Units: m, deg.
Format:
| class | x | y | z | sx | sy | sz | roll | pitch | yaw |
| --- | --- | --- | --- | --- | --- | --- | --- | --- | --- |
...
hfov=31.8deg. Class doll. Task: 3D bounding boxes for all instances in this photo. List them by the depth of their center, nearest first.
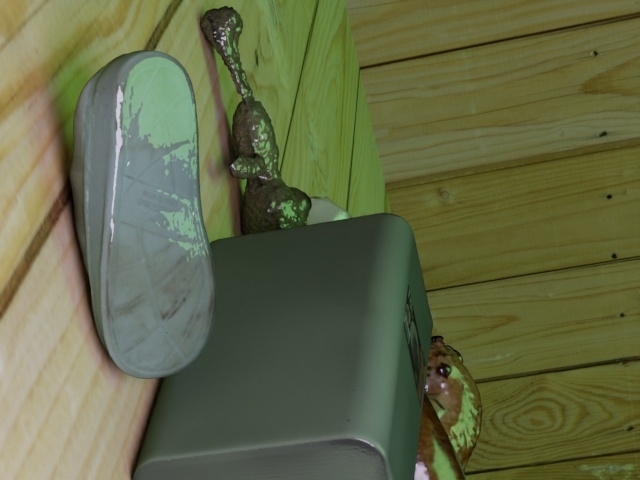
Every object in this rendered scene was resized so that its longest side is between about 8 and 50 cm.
| class | x | y | z | sx | sy | sz | roll | pitch | yaw |
| --- | --- | --- | --- | --- | --- | --- | --- | --- | --- |
| doll | -0.079 | -0.126 | 1.363 | 0.203 | 0.091 | 0.286 | 88 | -15 | -68 |

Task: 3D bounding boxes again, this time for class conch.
| class | x | y | z | sx | sy | sz | roll | pitch | yaw |
| --- | --- | --- | --- | --- | --- | --- | --- | --- | --- |
| conch | -0.011 | -0.003 | 1.698 | 0.104 | 0.094 | 0.176 | 90 | 25 | -53 |

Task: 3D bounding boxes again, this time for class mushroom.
| class | x | y | z | sx | sy | sz | roll | pitch | yaw |
| --- | --- | --- | --- | --- | --- | --- | --- | --- | --- |
| mushroom | 0.113 | 0.287 | 1.392 | 0.345 | 0.259 | 0.346 | 163 | -90 | -80 |

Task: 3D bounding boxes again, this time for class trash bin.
| class | x | y | z | sx | sy | sz | roll | pitch | yaw |
| --- | --- | --- | --- | --- | --- | --- | --- | --- | --- |
| trash bin | -0.018 | 0.135 | 1.004 | 0.343 | 0.222 | 0.158 | -80 | 158 | -60 |

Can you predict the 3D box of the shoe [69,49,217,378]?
| class | x | y | z | sx | sy | sz | roll | pitch | yaw |
| --- | --- | --- | --- | --- | --- | --- | --- | --- | --- |
| shoe | -0.141 | -0.021 | 0.846 | 0.100 | 0.103 | 0.251 | 23 | -62 | 48 |
